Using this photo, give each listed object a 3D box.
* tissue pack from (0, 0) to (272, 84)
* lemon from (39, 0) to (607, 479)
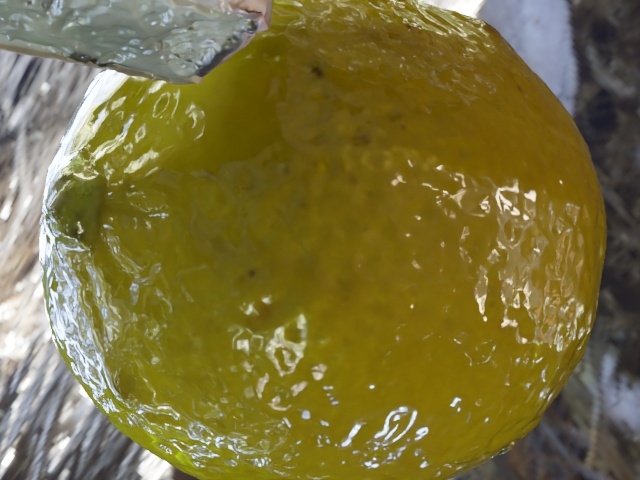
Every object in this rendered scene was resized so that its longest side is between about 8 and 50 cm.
[{"bbox_3d":[-0.119,-0.226,0.770,0.201,0.124,0.271,9,-108,-20],"label":"tissue pack"},{"bbox_3d":[0.002,0.000,0.957,0.336,0.336,0.336,15,-126,-21],"label":"lemon"}]
